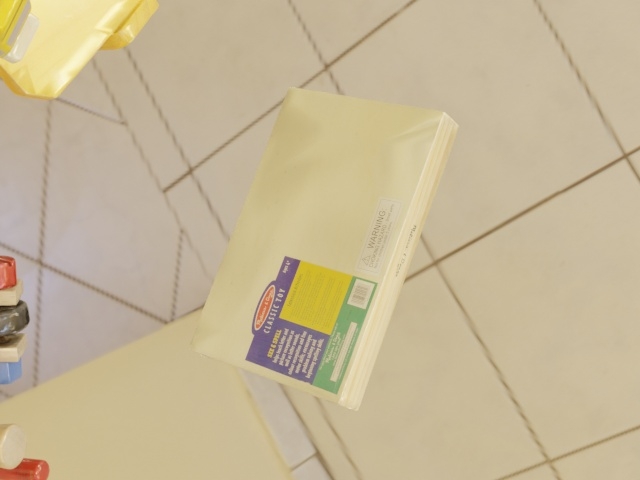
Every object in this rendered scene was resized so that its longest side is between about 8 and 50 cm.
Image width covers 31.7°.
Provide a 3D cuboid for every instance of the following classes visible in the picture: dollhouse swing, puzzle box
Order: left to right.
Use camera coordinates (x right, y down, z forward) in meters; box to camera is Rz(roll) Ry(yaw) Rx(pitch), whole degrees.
[{"bbox_3d":[-0.491,-0.407,1.769,0.315,0.305,0.347,11,145,53],"label":"dollhouse swing"},{"bbox_3d":[0.000,0.000,1.532,0.272,0.052,0.409,16,81,36],"label":"puzzle box"}]

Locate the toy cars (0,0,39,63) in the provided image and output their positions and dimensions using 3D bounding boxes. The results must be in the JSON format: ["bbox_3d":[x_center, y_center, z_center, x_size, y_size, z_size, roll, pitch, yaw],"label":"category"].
[{"bbox_3d":[-0.315,-0.323,1.290,0.394,0.087,0.176,-45,34,24],"label":"toy cars"}]

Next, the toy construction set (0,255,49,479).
[{"bbox_3d":[-0.401,0.118,0.991,0.237,0.257,0.309,1,131,20],"label":"toy construction set"}]
